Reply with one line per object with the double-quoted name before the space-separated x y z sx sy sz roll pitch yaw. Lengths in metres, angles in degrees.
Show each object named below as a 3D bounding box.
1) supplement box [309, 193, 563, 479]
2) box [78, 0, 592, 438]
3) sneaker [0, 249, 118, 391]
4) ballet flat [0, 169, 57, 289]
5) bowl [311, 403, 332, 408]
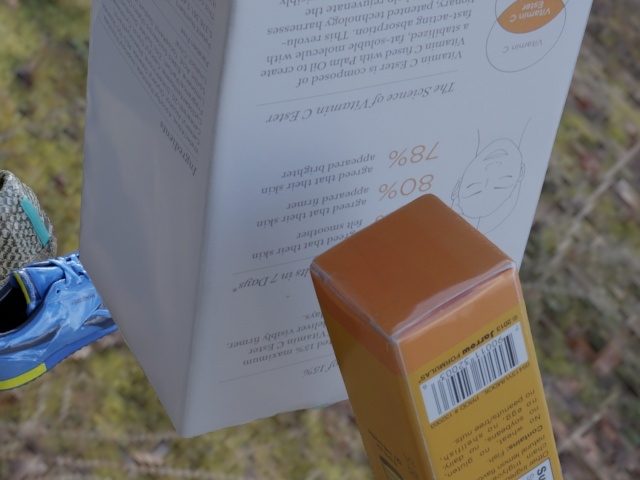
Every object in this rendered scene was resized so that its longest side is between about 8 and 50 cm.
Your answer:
"supplement box" 0.067 0.093 0.902 0.080 0.233 0.078 -30 42 -17
"box" 0.001 -0.088 0.974 0.215 0.345 0.168 -13 44 -25
"sneaker" -0.208 0.042 1.486 0.209 0.082 0.069 -35 55 -22
"ballet flat" -0.507 -0.048 1.837 0.483 0.182 0.164 5 48 16
"bowl" 0.000 0.000 1.815 0.311 0.163 0.311 33 42 -35
